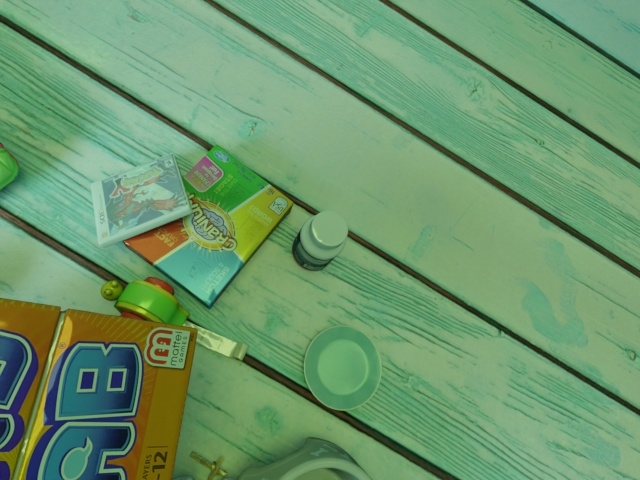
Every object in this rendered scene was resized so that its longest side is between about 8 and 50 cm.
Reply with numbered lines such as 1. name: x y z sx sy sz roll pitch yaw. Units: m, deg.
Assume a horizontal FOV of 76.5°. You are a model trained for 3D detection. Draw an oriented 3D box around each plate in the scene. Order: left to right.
1. plate: 0.051 0.293 0.943 0.188 0.024 0.188 4 72 -13

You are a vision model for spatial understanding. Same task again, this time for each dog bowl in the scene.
1. dog bowl: -0.019 0.561 0.752 0.348 0.102 0.349 7 74 -27

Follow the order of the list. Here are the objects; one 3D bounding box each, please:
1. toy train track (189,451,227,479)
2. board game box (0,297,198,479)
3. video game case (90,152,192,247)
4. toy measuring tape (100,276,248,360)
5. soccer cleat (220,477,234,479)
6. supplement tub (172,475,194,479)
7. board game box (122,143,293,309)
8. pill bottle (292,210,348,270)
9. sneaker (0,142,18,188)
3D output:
1. toy train track: -0.227 0.455 0.826 0.083 0.014 0.048 30 75 3
2. board game box: -0.439 0.288 0.583 0.356 0.356 0.357 18 66 -34
3. video game case: -0.402 -0.095 0.903 0.201 0.023 0.183 -23 59 -7
4. toy measuring tape: -0.301 0.162 0.845 0.330 0.121 0.121 26 68 -5
5. soccer cleat: -0.180 0.562 0.767 0.068 0.076 0.196 -1 73 -14
6. supplement tub: -0.266 0.545 0.729 0.116 0.117 0.191 -12 75 -18
7. board game box: -0.252 -0.038 0.953 0.242 0.064 0.317 36 67 0
8. pill bottle: 0.000 0.000 0.942 0.107 0.180 0.108 4 71 -13
9. sneaker: -0.869 -0.235 0.799 0.482 0.185 0.202 32 64 -1
